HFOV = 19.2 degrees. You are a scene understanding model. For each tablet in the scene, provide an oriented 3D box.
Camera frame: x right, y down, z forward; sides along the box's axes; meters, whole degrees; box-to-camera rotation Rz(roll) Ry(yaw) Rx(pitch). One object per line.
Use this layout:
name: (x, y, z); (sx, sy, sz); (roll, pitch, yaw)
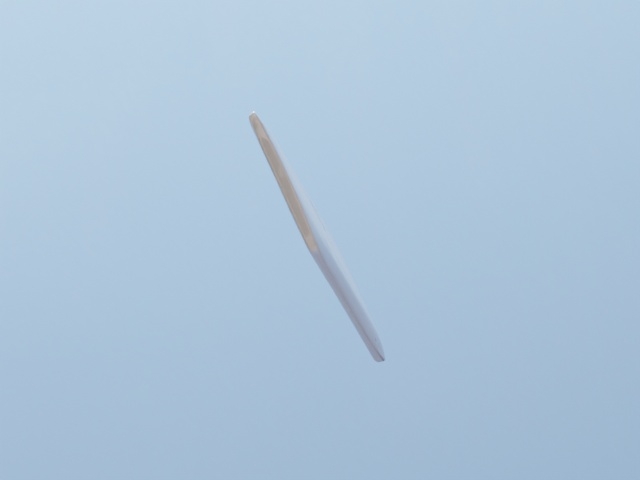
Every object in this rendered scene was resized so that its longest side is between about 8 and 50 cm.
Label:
tablet: (0.000, 0.000, 0.582); (0.006, 0.083, 0.054); (-26, -122, 2)
